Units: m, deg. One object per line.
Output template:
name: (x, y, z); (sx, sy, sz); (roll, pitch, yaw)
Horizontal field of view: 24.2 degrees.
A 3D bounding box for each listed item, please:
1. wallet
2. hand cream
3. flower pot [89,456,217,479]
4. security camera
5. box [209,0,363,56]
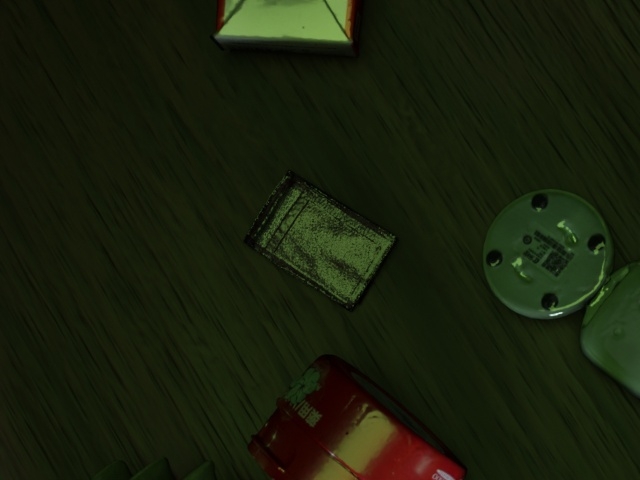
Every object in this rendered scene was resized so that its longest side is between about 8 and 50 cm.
wallet: (0.000, 0.000, 1.832); (0.166, 0.030, 0.111); (32, 86, 12)
hand cream: (0.044, 0.247, 1.691); (0.230, 0.230, 0.149); (41, 89, 12)
flower pot: (-0.133, 0.397, 1.694); (0.367, 0.164, 0.254); (27, 118, 15)
security camera: (0.327, 0.061, 1.752); (0.301, 0.080, 0.157); (38, 91, 22)
box: (-0.037, -0.301, 1.853); (0.182, 0.099, 0.133); (3, 84, 8)
